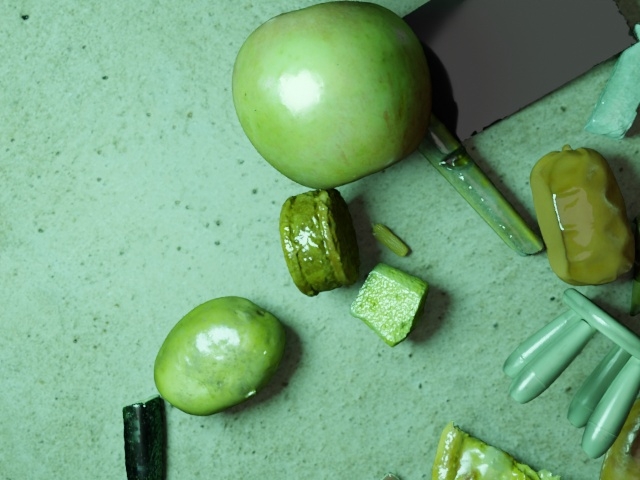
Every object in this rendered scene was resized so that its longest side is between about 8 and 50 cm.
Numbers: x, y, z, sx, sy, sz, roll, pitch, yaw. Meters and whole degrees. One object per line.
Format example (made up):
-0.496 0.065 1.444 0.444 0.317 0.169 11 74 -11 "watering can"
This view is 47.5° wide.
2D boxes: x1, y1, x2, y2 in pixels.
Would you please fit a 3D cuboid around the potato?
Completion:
-0.177 0.206 1.299 0.197 0.148 0.228 33 95 18 "potato"

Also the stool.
0.428 0.208 1.194 0.195 0.195 0.198 38 98 4 "stool"

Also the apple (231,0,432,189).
0.022 -0.228 1.173 0.319 0.319 0.277 -14 94 8 "apple"

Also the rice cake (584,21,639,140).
0.521 -0.269 1.226 0.069 0.063 0.206 27 96 11 "rice cake"

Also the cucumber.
-0.332 0.412 1.368 0.074 0.074 0.241 -1 94 8 "cucumber"

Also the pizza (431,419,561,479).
0.329 0.440 1.246 0.288 0.075 0.280 -10 76 12 "pizza"

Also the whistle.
0.264 -0.099 1.268 0.057 0.068 0.326 -40 88 -14 "whistle"

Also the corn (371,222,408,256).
0.122 -0.002 1.311 0.083 0.028 0.027 41 91 0 "corn"

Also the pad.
0.311 -0.348 1.251 0.367 0.007 0.247 -30 88 17 "pad"

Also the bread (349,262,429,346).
0.125 0.110 1.274 0.114 0.111 0.129 31 98 10 "bread"

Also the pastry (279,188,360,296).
0.000 0.000 1.249 0.103 0.189 0.188 -13 91 13 "pastry"

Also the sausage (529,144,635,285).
0.435 -0.042 1.220 0.136 0.120 0.241 -19 89 -6 "sausage"

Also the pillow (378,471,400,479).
0.165 0.534 1.319 0.232 0.043 0.126 42 96 5 "pillow"

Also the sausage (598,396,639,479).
0.535 0.390 1.236 0.109 0.109 0.270 14 95 7 "sausage"

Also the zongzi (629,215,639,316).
0.608 0.043 1.226 0.160 0.078 0.176 -2 102 7 "zongzi"
